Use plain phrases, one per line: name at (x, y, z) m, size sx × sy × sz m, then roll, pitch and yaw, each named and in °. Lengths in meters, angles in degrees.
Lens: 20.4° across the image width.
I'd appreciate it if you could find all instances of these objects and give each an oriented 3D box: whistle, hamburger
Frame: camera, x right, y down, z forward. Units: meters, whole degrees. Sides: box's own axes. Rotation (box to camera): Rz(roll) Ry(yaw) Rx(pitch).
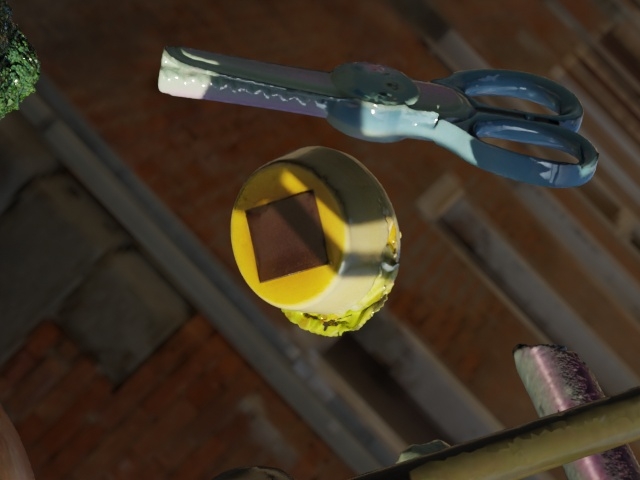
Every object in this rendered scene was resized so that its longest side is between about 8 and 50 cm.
whistle at (0.128, 0.107, 0.793) m, size 0.033 × 0.033 × 0.176 m, roll -45°, pitch -142°, yaw 20°
hamburger at (0.000, 0.000, 1.319) m, size 0.126 × 0.141 × 0.081 m, roll -37°, pitch 162°, yaw 34°

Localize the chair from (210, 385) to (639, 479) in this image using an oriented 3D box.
chair at (0.148, 0.250, 0.782) m, size 0.410 × 0.364 × 0.362 m, roll 0°, pitch 141°, yaw -21°

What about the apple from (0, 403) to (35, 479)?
apple at (-0.323, 0.176, 0.949) m, size 0.364 × 0.364 × 0.364 m, roll -44°, pitch 179°, yaw -1°

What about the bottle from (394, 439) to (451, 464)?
bottle at (0.150, 0.287, 1.539) m, size 0.083 × 0.269 × 0.083 m, roll -22°, pitch 141°, yaw -19°

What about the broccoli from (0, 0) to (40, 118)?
broccoli at (-0.445, -0.180, 1.758) m, size 0.308 × 0.308 × 0.275 m, roll -43°, pitch 179°, yaw -34°

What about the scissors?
scissors at (0.033, -0.080, 1.035) m, size 0.125 × 0.256 × 0.030 m, roll -96°, pitch -164°, yaw -60°
